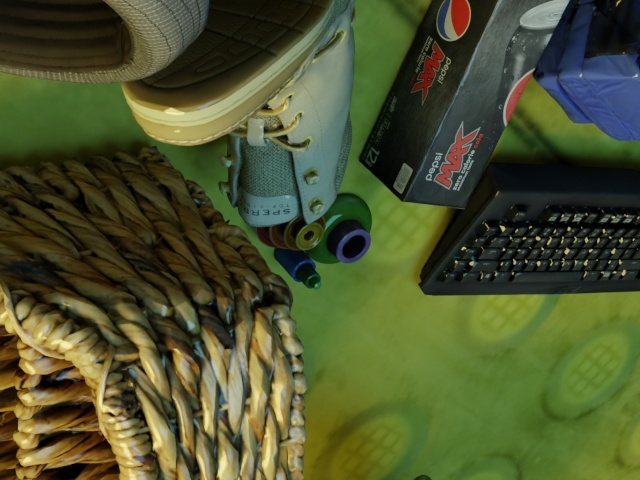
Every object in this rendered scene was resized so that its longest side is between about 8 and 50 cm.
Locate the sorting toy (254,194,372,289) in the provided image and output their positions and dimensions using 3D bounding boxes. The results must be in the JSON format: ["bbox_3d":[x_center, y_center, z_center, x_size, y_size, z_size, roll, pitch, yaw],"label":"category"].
[{"bbox_3d":[0.000,0.000,0.832,0.102,0.042,0.061,19,111,-44],"label":"sorting toy"}]

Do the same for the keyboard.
[{"bbox_3d":[0.233,-0.027,0.970,0.317,0.033,0.201,-1,134,-37],"label":"keyboard"}]

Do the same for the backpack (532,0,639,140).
[{"bbox_3d":[0.192,-0.136,0.828,0.098,0.101,0.120,39,64,-51],"label":"backpack"}]

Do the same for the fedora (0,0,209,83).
[{"bbox_3d":[-0.165,-0.156,0.489,0.275,0.244,0.124,14,80,-12],"label":"fedora"}]

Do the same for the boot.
[{"bbox_3d":[-0.031,-0.067,0.675,0.213,0.077,0.165,-58,160,-47],"label":"boot"}]

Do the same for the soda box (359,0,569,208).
[{"bbox_3d":[0.090,-0.105,0.807,0.060,0.053,0.169,4,121,-39],"label":"soda box"}]

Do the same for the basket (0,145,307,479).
[{"bbox_3d":[-0.153,0.129,0.693,0.223,0.213,0.299,-10,128,-32],"label":"basket"}]

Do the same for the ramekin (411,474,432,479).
[{"bbox_3d":[0.012,0.319,0.912,0.303,0.148,0.303,-42,173,-7],"label":"ramekin"}]
